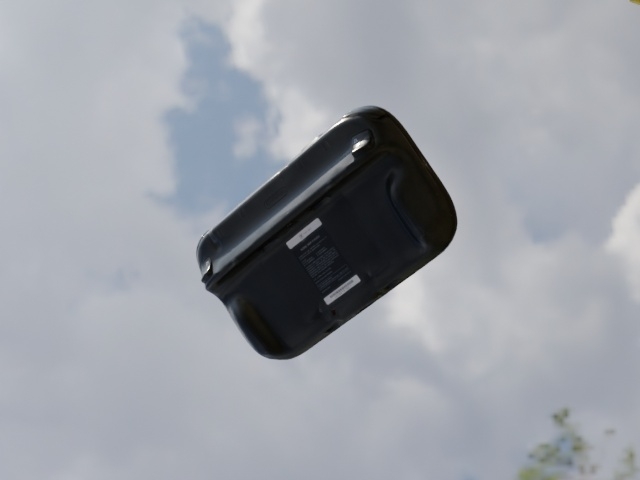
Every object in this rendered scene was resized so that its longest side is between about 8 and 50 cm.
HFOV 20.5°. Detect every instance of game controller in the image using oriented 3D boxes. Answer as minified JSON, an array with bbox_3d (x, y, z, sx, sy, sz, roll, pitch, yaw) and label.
[{"bbox_3d":[0.000,0.000,1.799,0.166,0.319,0.067,51,-140,-2],"label":"game controller"}]

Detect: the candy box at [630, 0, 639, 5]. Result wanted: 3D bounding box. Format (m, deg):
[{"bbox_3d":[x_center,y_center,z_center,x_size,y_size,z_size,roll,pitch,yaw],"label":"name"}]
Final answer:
[{"bbox_3d":[0.317,-0.292,1.464,0.105,0.027,0.206,-20,-48,-64],"label":"candy box"}]
